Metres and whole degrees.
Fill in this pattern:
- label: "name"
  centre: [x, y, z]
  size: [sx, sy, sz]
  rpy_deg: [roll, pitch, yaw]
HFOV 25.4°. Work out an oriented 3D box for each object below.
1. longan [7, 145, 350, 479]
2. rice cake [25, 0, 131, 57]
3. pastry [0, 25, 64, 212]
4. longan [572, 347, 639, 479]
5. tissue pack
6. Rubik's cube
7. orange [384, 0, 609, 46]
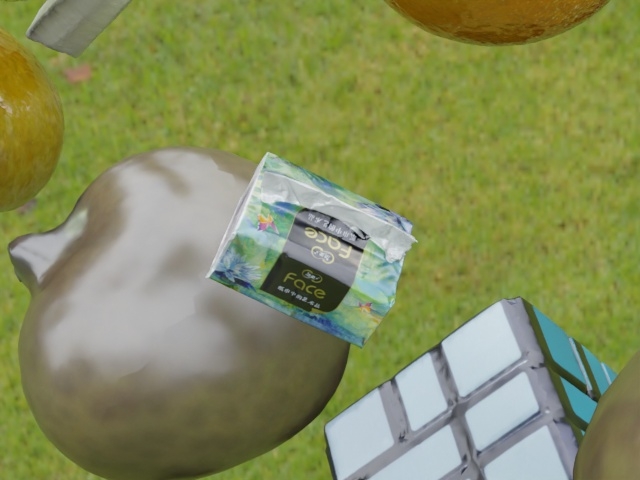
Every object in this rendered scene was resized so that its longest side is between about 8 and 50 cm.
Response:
- label: "longan"
  centre: [-0.123, 0.065, 1.208]
  size: [0.300, 0.243, 0.300]
  rpy_deg: [3, 69, -7]
- label: "rice cake"
  centre: [-0.188, -0.225, 1.235]
  size: [0.057, 0.256, 0.052]
  rpy_deg: [12, 69, -27]
- label: "pastry"
  centre: [-0.391, -0.145, 1.280]
  size: [0.356, 0.164, 0.356]
  rpy_deg: [26, 8, -4]
- label: "longan"
  centre: [0.267, 0.128, 0.672]
  size: [0.297, 0.297, 0.297]
  rpy_deg: [-5, 39, 4]
- label: "tissue pack"
  centre: [-0.001, -0.001, 0.906]
  size: [0.111, 0.079, 0.085]
  rpy_deg: [26, 44, -7]
- label: "Rubik's cube"
  centre: [0.209, 0.278, 1.515]
  size: [0.293, 0.288, 0.283]
  rpy_deg: [-38, 39, 18]
- label: "orange"
  centre: [0.109, -0.212, 0.865]
  size: [0.206, 0.206, 0.206]
  rpy_deg: [-5, 39, 4]
